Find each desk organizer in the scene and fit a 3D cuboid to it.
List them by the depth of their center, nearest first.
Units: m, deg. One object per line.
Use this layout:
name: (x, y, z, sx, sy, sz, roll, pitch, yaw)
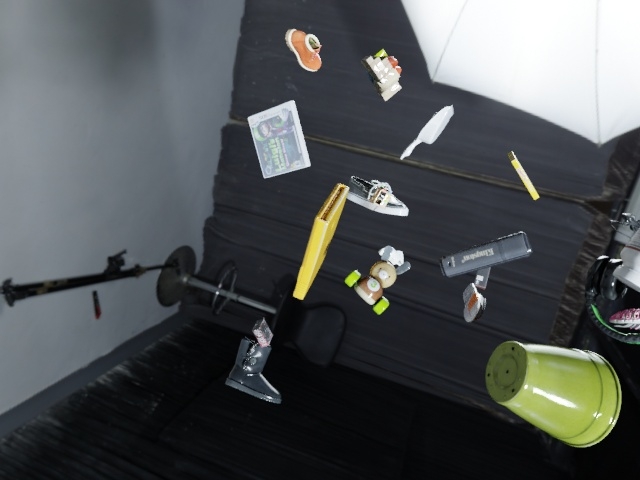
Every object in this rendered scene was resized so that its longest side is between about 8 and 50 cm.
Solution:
desk organizer: (0.661, 0.130, 1.843, 0.050, 0.047, 0.130, 48, 59, -66)

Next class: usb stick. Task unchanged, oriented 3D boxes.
usb stick: (0.499, 0.047, 1.388, 0.045, 0.277, 0.077, 1, 72, -54)

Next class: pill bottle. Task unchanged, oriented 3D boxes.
pill bottle: (0.836, 0.021, 1.124, 0.216, 0.121, 0.121, -57, 167, 7)

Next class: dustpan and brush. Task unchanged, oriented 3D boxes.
dustpan and brush: (0.333, -0.335, 1.436, 0.211, 0.060, 0.147, -58, 167, 13)

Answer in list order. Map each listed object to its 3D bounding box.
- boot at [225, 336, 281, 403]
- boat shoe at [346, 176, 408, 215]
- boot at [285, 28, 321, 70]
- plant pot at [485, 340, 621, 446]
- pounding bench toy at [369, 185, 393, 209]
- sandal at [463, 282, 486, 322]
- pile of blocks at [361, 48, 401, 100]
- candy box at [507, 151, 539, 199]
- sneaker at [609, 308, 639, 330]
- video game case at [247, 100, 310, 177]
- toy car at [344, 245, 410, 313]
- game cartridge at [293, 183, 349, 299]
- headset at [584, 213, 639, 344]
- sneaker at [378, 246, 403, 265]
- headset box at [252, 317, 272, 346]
boot: (-0.241, 0.526, 1.848, 0.094, 0.246, 0.207, 120, -7, -72)
boat shoe: (0.218, -0.177, 1.741, 0.113, 0.306, 0.105, 1, 109, -36)
boot: (-0.027, -0.536, 1.296, 0.158, 0.084, 0.059, 30, 81, -59)
plant pot: (0.843, 0.549, 1.729, 0.366, 0.352, 0.367, -160, -90, -78)
pounding bench toy: (0.209, -0.158, 1.596, 0.065, 0.052, 0.083, -61, -158, 11)
sandal: (0.688, 0.275, 2.000, 0.102, 0.076, 0.265, -60, 180, 29)
pile of blocks: (0.249, -0.661, 1.760, 0.112, 0.149, 0.362, -37, 177, 10)
candy box: (0.867, -0.278, 1.941, 0.206, 0.027, 0.105, 51, 29, -16)
sneaker: (0.859, 0.224, 1.192, 0.063, 0.170, 0.075, -30, 102, -41)
video game case: (-0.125, -0.294, 1.343, 0.022, 0.173, 0.191, -27, 105, -53)
toy car: (0.198, 0.117, 1.482, 0.188, 0.155, 0.149, -47, 173, 2)
game cartridge: (0.000, 0.000, 1.555, 0.285, 0.052, 0.324, -60, 171, -56)
headset: (0.936, 0.111, 1.353, 0.185, 0.243, 0.395, 20, 69, -39)
sneaker: (0.315, 0.069, 1.986, 0.152, 0.053, 0.061, 17, 50, -38)
headset box: (-0.200, 0.326, 1.586, 0.083, 0.032, 0.062, 64, 18, -17)
